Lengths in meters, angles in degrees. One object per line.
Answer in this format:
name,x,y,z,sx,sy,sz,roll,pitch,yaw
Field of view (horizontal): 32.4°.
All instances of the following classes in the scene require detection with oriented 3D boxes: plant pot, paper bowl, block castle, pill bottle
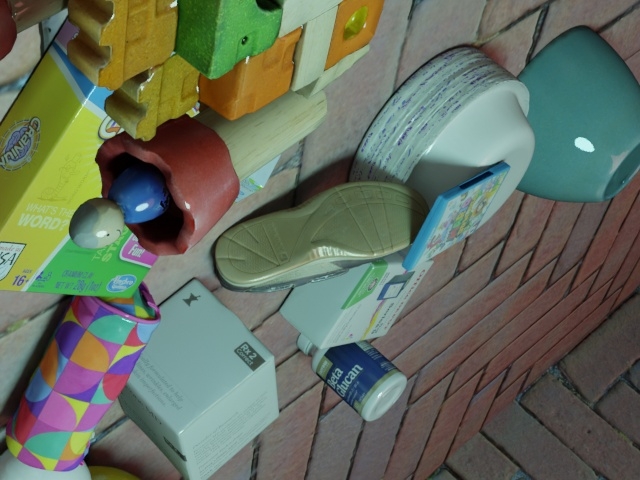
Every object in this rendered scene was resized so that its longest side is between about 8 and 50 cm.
plant pot,0.427,-0.174,1.798,0.290,0.195,0.290,-40,156,-22
paper bowl,0.184,-0.112,1.526,0.284,0.148,0.284,-39,157,-21
block castle,-0.126,-0.223,0.607,0.213,0.303,0.453,-39,156,-37
pill bottle,0.045,0.195,1.721,0.094,0.169,0.094,-39,154,-23

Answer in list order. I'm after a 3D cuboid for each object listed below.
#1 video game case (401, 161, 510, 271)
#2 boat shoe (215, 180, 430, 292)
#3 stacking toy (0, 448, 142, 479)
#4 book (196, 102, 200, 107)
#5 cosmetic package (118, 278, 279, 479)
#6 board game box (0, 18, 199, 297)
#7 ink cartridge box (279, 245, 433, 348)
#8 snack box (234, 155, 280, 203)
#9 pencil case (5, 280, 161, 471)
video game case,0.176,-0.032,1.415,0.166,0.015,0.119,-26,150,-48
boat shoe,0.000,0.000,1.392,0.285,0.103,0.092,-18,167,-18
stacking toy,-0.274,0.400,1.400,0.350,0.350,0.480,-39,139,-22
book,-0.087,-0.156,0.869,0.035,0.096,0.144,-36,154,-28
cosmetic package,-0.155,0.180,1.366,0.151,0.151,0.184,-39,154,-21
board game box,-0.180,-0.093,1.009,0.317,0.064,0.242,-54,156,13
ink cartridge box,0.058,0.068,1.650,0.154,0.093,0.212,-57,157,17
snack box,-0.061,-0.108,1.118,0.100,0.037,0.141,-24,-144,62
pencil case,-0.258,0.144,1.199,0.104,0.104,0.236,-9,135,-57
